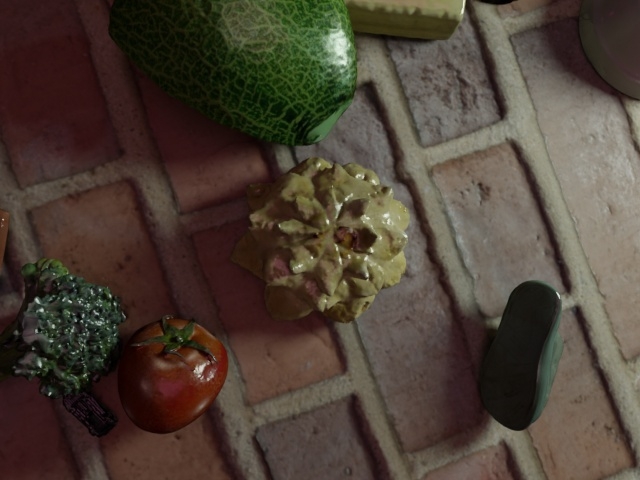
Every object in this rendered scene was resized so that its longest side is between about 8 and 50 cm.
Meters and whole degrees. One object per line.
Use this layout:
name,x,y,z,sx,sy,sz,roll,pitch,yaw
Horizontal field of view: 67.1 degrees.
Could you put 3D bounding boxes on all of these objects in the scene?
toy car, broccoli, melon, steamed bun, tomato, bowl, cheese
toy car,-0.360,0.264,0.752,0.041,0.025,0.093,-42,94,-10
broccoli,-0.435,0.127,0.704,0.275,0.177,0.198,-4,91,6
melon,-0.099,-0.316,0.749,0.344,0.226,0.331,41,79,9
steamed bun,0.000,0.000,0.763,0.295,0.137,0.292,40,85,-4
tomato,-0.219,0.203,0.716,0.168,0.167,0.167,1,85,-6
bowl,0.638,-0.410,0.864,0.287,0.144,0.286,0,85,-5
cheese,0.113,-0.484,0.824,0.266,0.124,0.242,4,88,-5

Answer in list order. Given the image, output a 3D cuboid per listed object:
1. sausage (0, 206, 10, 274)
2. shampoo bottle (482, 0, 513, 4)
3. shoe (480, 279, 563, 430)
sausage,-0.512,0.018,0.755,0.030,0.035,0.146,10,84,-38
shampoo bottle,0.350,-0.492,0.747,0.129,0.323,0.083,-1,86,-7
shoe,0.348,0.188,0.811,0.100,0.103,0.250,4,100,-49
